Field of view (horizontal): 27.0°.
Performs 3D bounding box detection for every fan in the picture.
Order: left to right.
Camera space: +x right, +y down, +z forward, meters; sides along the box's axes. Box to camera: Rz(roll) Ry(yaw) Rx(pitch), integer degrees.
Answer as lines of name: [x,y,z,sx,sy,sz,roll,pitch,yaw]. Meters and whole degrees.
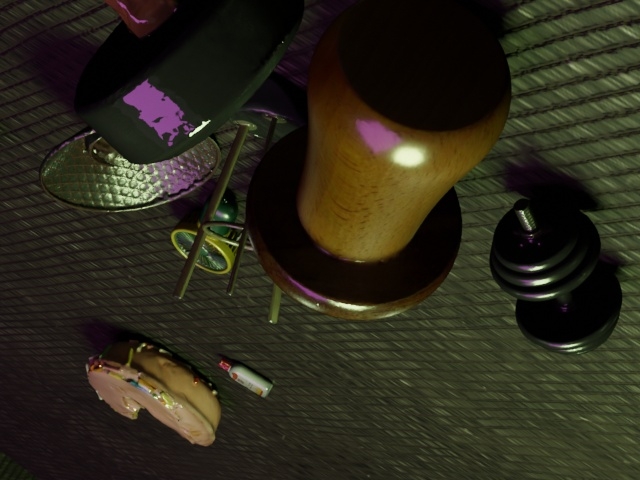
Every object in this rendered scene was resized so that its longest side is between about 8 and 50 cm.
fan: [-0.122,-0.014,1.525,0.082,0.039,0.155,33,154,-1]

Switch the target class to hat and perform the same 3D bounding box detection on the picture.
hat: [-0.206,-0.107,1.411,0.193,0.082,0.193,-11,155,-5]

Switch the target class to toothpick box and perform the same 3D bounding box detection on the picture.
toothpick box: [0.046,-0.063,1.084,0.192,0.192,0.294,29,149,5]

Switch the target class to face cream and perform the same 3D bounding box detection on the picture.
face cream: [-0.109,0.196,1.919,0.083,0.021,0.040,31,154,2]

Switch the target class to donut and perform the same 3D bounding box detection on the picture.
donut: [-0.262,0.227,2.075,0.233,0.085,0.199,17,152,29]

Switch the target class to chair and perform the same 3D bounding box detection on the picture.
chair: [-0.058,-0.040,1.243,0.095,0.221,0.104,19,167,-36]

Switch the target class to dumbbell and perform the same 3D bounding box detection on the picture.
dumbbell: [-0.185,-0.230,1.003,0.322,0.204,0.204,44,153,-23]
dumbbell: [0.207,0.033,1.167,0.099,0.099,0.208,12,150,36]

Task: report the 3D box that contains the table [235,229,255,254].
table: [0.000,0.000,1.381,0.146,0.062,0.175,34,159,-5]
